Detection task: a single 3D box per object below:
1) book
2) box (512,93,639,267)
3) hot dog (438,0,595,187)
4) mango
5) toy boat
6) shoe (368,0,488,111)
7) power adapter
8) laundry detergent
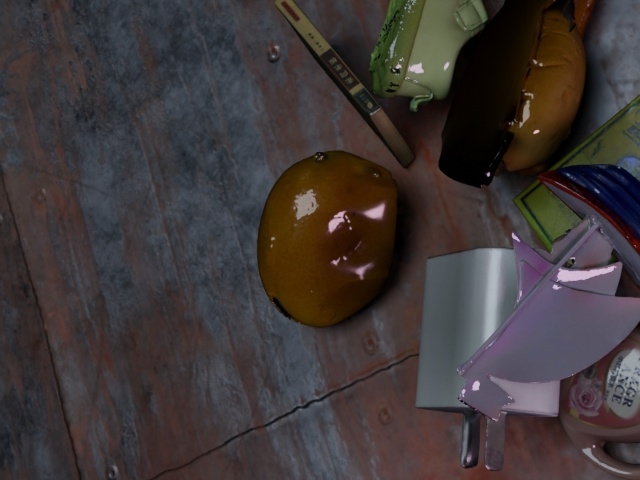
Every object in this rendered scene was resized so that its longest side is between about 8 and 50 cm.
[{"bbox_3d":[0.033,-0.208,1.944,0.026,0.161,0.231,-39,61,3],"label":"book"},{"bbox_3d":[0.356,-0.060,1.769,0.220,0.064,0.141,-39,62,17],"label":"box"},{"bbox_3d":[0.267,-0.195,1.809,0.326,0.107,0.194,-62,26,-2],"label":"hot dog"},{"bbox_3d":[0.000,0.000,1.930,0.136,0.166,0.236,-126,39,-72],"label":"mango"},{"bbox_3d":[0.296,0.070,1.659,0.219,0.072,0.318,23,81,-6],"label":"toy boat"},{"bbox_3d":[0.138,-0.290,1.888,0.140,0.128,0.262,-3,62,66],"label":"shoe"},{"bbox_3d":[0.196,0.142,1.757,0.187,0.124,0.255,166,112,-67],"label":"power adapter"},{"bbox_3d":[0.384,0.200,1.693,0.237,0.076,0.171,30,99,30],"label":"laundry detergent"}]
